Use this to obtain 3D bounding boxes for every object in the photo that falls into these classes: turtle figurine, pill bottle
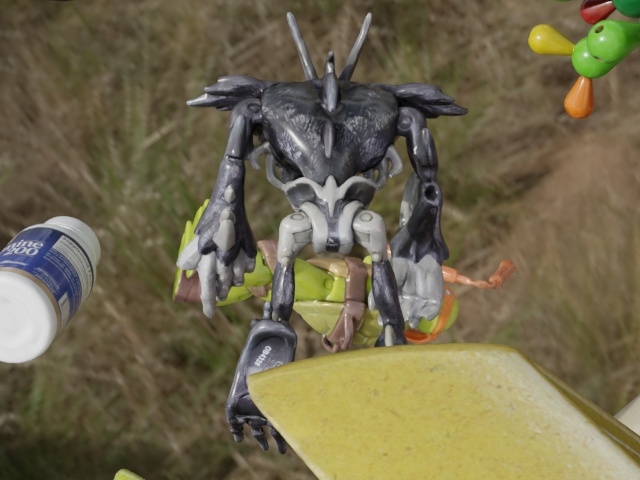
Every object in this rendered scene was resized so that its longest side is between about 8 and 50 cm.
[{"bbox_3d":[0.007,0.036,1.248,0.217,0.269,0.087,12,87,-10],"label":"turtle figurine"},{"bbox_3d":[-0.194,0.029,1.200,0.067,0.067,0.120,-11,21,19],"label":"pill bottle"}]

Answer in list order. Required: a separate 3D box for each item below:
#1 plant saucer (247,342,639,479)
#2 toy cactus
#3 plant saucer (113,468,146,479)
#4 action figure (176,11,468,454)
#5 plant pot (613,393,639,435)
[{"bbox_3d":[0.168,0.169,0.654,0.081,0.333,0.333,-50,47,5],"label":"plant saucer"},{"bbox_3d":[0.254,-0.140,1.176,0.180,0.112,0.219,-22,30,-31],"label":"toy cactus"},{"bbox_3d":[-0.097,0.282,1.217,0.045,0.188,0.188,-18,36,32],"label":"plant saucer"},{"bbox_3d":[0.000,0.000,0.978,0.164,0.141,0.276,6,48,-6],"label":"action figure"},{"bbox_3d":[0.393,0.214,1.560,0.305,0.334,0.334,-29,46,-15],"label":"plant pot"}]
